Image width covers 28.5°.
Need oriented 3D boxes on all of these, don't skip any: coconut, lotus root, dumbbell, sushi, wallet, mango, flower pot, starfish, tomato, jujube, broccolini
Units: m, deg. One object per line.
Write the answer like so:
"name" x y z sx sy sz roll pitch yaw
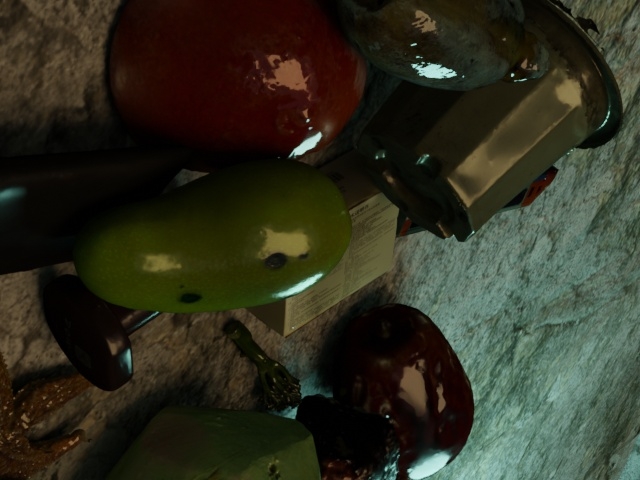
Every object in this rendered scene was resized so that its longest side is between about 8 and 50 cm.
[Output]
"coconut" -0.133 0.356 1.632 0.328 0.328 0.281 -54 179 -1
"lotus root" 0.131 -0.235 1.333 0.322 0.140 0.158 17 86 -54
"dumbbell" -0.188 0.056 1.407 0.225 0.124 0.140 -35 150 -28
"sushi" 0.004 0.376 1.887 0.182 0.196 0.343 -43 153 -34
"wallet" -0.298 -0.021 1.196 0.377 0.051 0.197 -12 157 -50
"mango" -0.107 0.002 1.282 0.293 0.143 0.175 -11 156 -23
"flower pot" 0.193 -0.149 1.562 0.259 0.290 0.290 -47 149 -15
"starfish" -0.359 0.201 1.385 0.299 0.060 0.302 -40 146 -19
"tomato" -0.056 -0.180 1.316 0.309 0.170 0.309 -35 144 -30
"jujube" 0.127 0.238 1.967 0.223 0.223 0.318 -41 139 -22
"broccolini" -0.090 0.174 1.754 0.216 0.058 0.067 52 35 -51

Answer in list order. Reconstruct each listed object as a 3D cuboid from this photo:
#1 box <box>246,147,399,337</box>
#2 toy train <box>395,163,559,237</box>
"box" 0.000 0.000 1.646 0.212 0.095 0.168 -31 144 -35
"toy train" 0.215 -0.077 1.878 0.409 0.086 0.089 -12 130 -50
